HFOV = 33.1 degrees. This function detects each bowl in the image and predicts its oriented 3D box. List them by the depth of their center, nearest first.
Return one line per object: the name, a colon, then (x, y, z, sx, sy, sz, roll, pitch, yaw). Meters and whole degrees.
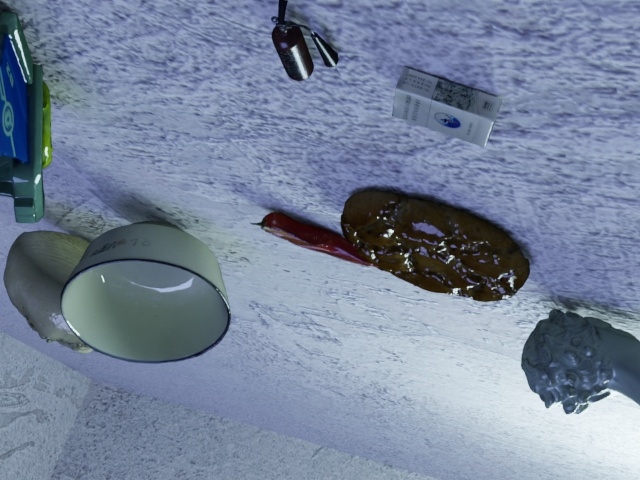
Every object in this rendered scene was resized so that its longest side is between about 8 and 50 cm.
bowl: (-0.242, 0.058, 1.531, 0.237, 0.126, 0.238, 0, 140, 0)

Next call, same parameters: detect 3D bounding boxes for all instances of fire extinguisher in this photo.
fire extinguisher: (-0.013, -0.154, 0.853, 0.046, 0.032, 0.100, 28, 171, 14)

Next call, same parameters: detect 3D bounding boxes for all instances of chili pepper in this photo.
chili pepper: (0.000, 0.000, 1.311, 0.178, 0.027, 0.045, 21, 167, 1)

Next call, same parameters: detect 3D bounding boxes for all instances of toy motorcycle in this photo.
toy motorcycle: (-0.364, -0.117, 1.055, 0.191, 0.200, 0.326, -1, 160, -12)

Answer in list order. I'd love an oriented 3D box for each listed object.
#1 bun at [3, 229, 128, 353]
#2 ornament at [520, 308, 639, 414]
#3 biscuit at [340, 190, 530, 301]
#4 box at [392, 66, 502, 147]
bun: (-0.380, 0.098, 1.719, 0.287, 0.146, 0.287, 31, -172, -5)
ornament: (0.354, 0.146, 1.189, 0.285, 0.120, 0.130, 3, 154, 42)
biscuit: (0.123, 0.011, 1.181, 0.225, 0.042, 0.226, 20, 162, 7)
box: (0.101, -0.108, 0.874, 0.083, 0.024, 0.054, 20, 161, 7)
